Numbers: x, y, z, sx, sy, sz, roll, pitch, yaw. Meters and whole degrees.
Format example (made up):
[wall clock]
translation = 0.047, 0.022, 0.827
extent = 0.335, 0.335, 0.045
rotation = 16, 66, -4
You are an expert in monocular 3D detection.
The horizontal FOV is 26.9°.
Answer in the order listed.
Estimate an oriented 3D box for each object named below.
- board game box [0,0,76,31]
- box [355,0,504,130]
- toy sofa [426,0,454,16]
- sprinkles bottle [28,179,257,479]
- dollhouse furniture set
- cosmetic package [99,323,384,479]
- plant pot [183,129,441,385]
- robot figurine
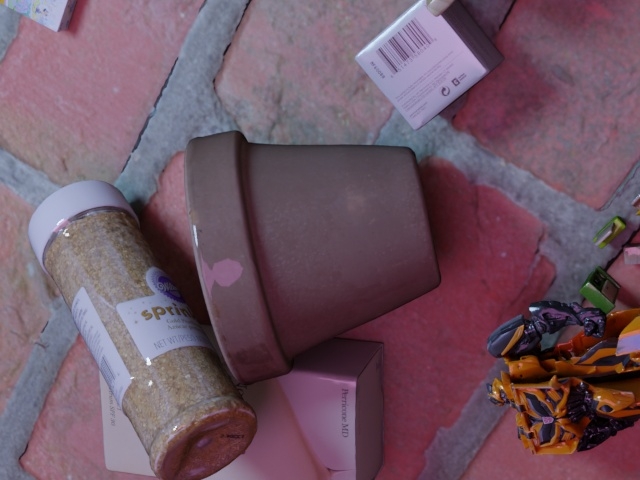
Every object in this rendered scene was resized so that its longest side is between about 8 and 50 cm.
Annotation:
[board game box]
translation = -0.308, -0.324, 1.488
extent = 0.103, 0.026, 0.154
rotation = 27, 113, 9
[box]
translation = 0.111, -0.185, 1.353
extent = 0.101, 0.087, 0.102
rotation = -39, 92, 25
[toy sofa]
translation = 0.043, -0.397, 1.226
extent = 0.362, 0.150, 0.177
rotation = 40, 113, -15
[sprinkles bottle]
translation = -0.197, 0.091, 1.437
extent = 0.121, 0.121, 0.355
rotation = -54, 52, 25
[dollhouse furniture set]
translation = 0.327, 0.003, 1.353
extent = 0.076, 0.058, 0.152
rotation = 44, 115, 1
[cosmetic package]
translation = -0.089, 0.191, 1.529
extent = 0.309, 0.113, 0.160
rotation = 4, 108, 19
[plant pot]
translation = 0.000, 0.000, 1.381
extent = 0.229, 0.263, 0.263
rotation = -11, 103, 5
[robot figurine]
translation = 0.311, 0.141, 1.357
extent = 0.291, 0.085, 0.211
rotation = -12, 126, 15
